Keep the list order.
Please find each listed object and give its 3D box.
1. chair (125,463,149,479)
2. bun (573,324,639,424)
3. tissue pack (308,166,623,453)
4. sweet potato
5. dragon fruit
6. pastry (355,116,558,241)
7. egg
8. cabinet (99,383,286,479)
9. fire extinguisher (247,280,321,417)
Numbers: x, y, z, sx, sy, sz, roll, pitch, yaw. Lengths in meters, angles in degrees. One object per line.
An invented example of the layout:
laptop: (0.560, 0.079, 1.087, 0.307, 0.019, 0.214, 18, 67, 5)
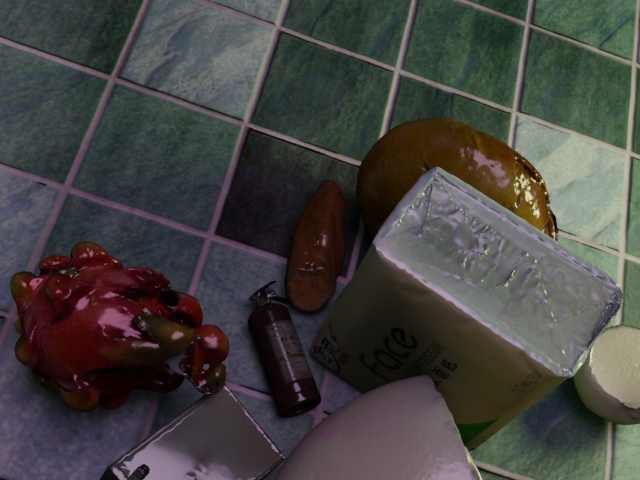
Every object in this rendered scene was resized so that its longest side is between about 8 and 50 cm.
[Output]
chair: (-0.286, 0.429, 1.334, 0.136, 0.147, 0.270, 44, 102, 9)
bun: (0.508, 0.234, 1.804, 0.173, 0.120, 0.172, 4, 57, -6)
tissue pack: (0.196, 0.125, 1.600, 0.332, 0.405, 0.205, 35, 59, 4)
sweet potato: (0.000, 0.000, 1.797, 0.097, 0.097, 0.251, 18, 58, -7)
dragon fruit: (-0.289, 0.124, 1.523, 0.307, 0.227, 0.243, -12, 44, -1)
pastry: (0.221, -0.054, 1.768, 0.356, 0.356, 0.163, 30, 63, 1)
egg: (0.068, 0.399, 1.451, 0.340, 0.354, 0.354, -24, 68, -1)
cabinet: (-0.186, 0.332, 1.507, 0.206, 0.150, 0.145, -35, 80, -31)
fire extinguisher: (-0.059, 0.165, 1.702, 0.099, 0.071, 0.231, 8, 52, -46)
